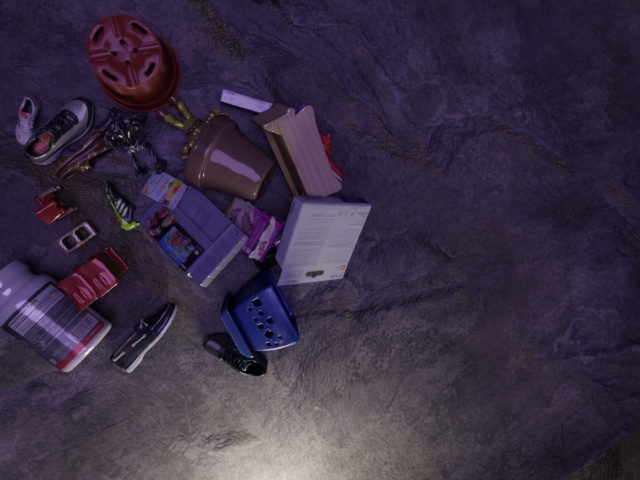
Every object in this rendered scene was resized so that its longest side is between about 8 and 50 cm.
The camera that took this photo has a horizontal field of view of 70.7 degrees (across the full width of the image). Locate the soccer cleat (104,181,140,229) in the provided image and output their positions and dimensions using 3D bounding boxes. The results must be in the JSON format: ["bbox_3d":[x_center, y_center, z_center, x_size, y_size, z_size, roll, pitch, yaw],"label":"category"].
[{"bbox_3d":[-0.680,-0.123,1.547,0.072,0.060,0.178,-24,109,-18],"label":"soccer cleat"}]

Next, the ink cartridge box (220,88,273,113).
[{"bbox_3d":[-0.241,-0.469,1.568,0.207,0.097,0.046,13,97,-15],"label":"ink cartridge box"}]

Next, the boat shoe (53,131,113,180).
[{"bbox_3d":[-0.779,-0.265,1.491,0.207,0.073,0.073,-43,103,-3],"label":"boat shoe"}]

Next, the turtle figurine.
[{"bbox_3d":[-0.448,-0.375,1.536,0.217,0.087,0.269,38,85,-15],"label":"turtle figurine"}]

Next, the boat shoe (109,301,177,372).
[{"bbox_3d":[-0.625,0.331,1.596,0.091,0.114,0.302,38,88,-21],"label":"boat shoe"}]

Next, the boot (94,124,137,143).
[{"bbox_3d":[-0.681,-0.385,1.515,0.118,0.042,0.087,25,87,-17],"label":"boot"}]

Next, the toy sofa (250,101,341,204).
[{"bbox_3d":[-0.078,-0.290,1.551,0.177,0.150,0.362,-31,123,-11],"label":"toy sofa"}]

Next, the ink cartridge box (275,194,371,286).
[{"bbox_3d":[0.000,0.000,1.617,0.324,0.071,0.330,-2,122,-42],"label":"ink cartridge box"}]

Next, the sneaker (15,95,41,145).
[{"bbox_3d":[-0.941,-0.384,1.435,0.057,0.075,0.161,18,94,-15],"label":"sneaker"}]

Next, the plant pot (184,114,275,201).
[{"bbox_3d":[-0.278,-0.246,1.482,0.229,0.263,0.263,27,92,2],"label":"plant pot"}]

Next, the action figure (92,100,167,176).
[{"bbox_3d":[-0.616,-0.336,1.453,0.164,0.141,0.275,-26,135,-8],"label":"action figure"}]

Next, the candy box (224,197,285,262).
[{"bbox_3d":[-0.249,-0.046,1.563,0.071,0.233,0.159,30,90,-48],"label":"candy box"}]

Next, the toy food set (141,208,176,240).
[{"bbox_3d":[-0.547,-0.061,1.509,0.078,0.019,0.122,39,87,21],"label":"toy food set"}]

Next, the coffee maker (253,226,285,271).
[{"bbox_3d":[-0.160,0.044,1.653,0.178,0.120,0.171,-22,103,-8],"label":"coffee maker"}]

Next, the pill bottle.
[{"bbox_3d":[-0.897,0.241,1.471,0.210,0.210,0.363,-46,104,-3],"label":"pill bottle"}]

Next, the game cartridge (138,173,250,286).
[{"bbox_3d":[-0.432,-0.037,1.515,0.355,0.068,0.230,41,83,20],"label":"game cartridge"}]

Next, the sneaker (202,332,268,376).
[{"bbox_3d":[-0.312,0.429,1.686,0.267,0.106,0.101,27,93,-14],"label":"sneaker"}]

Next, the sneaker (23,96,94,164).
[{"bbox_3d":[-0.838,-0.350,1.448,0.100,0.108,0.271,42,87,-13],"label":"sneaker"}]

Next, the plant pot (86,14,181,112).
[{"bbox_3d":[-0.580,-0.551,1.393,0.273,0.265,0.272,-2,98,-13],"label":"plant pot"}]

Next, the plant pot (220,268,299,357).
[{"bbox_3d":[-0.224,0.267,1.619,0.212,0.236,0.236,-26,104,-2],"label":"plant pot"}]

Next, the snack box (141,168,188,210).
[{"bbox_3d":[-0.531,-0.175,1.533,0.141,0.037,0.100,28,83,26],"label":"snack box"}]

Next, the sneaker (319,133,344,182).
[{"bbox_3d":[0.007,-0.332,1.646,0.118,0.107,0.279,-45,108,-13],"label":"sneaker"}]

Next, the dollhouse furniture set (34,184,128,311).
[{"bbox_3d":[-0.813,0.017,1.460,0.152,0.201,0.374,-36,105,-5],"label":"dollhouse furniture set"}]
